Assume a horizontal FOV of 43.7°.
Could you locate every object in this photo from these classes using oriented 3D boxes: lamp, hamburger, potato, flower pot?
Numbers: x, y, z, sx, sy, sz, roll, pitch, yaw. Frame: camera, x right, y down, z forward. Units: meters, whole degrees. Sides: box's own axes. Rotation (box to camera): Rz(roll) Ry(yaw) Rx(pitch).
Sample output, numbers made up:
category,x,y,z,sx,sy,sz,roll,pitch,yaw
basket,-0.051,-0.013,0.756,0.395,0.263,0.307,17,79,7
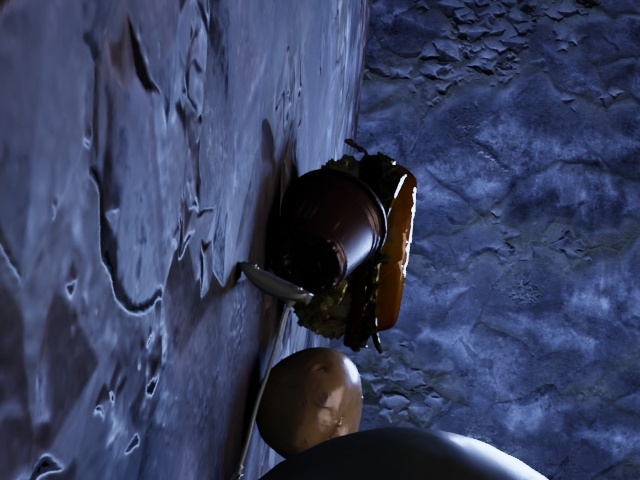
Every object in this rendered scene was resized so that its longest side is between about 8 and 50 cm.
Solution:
category,x,y,z,sx,sy,sz,roll,pitch,yaw
lamp,-0.059,0.117,0.580,0.050,0.056,0.199,48,59,-87
hamburger,0.036,0.003,0.942,0.262,0.138,0.243,-59,157,-81
potato,-0.012,0.158,0.762,0.147,0.111,0.112,18,78,-78
flower pot,0.000,0.000,0.745,0.089,0.111,0.111,-58,156,-57

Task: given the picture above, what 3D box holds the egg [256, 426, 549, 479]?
category,x,y,z,sx,sy,sz,roll,pitch,yaw
egg,0.028,0.255,0.318,0.258,0.258,0.353,78,21,-79
